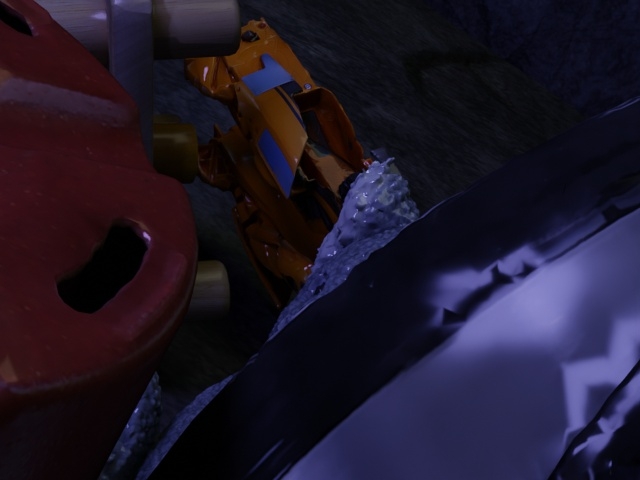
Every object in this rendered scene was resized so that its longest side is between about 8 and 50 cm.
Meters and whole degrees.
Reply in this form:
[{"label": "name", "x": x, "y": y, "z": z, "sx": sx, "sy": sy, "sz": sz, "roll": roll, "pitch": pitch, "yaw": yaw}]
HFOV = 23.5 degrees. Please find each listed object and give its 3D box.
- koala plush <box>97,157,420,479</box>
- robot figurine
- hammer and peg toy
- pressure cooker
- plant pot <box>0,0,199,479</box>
[{"label": "koala plush", "x": 0.013, "y": 0.082, "z": 0.754, "sx": 0.203, "sy": 0.221, "sz": 0.196, "roll": 17, "pitch": 22, "yaw": -49}, {"label": "robot figurine", "x": 0.000, "y": 0.000, "z": 1.052, "sx": 0.085, "sy": 0.211, "sz": 0.291, "roll": -22, "pitch": 59, "yaw": -17}, {"label": "hammer and peg toy", "x": -0.141, "y": -0.115, "z": 0.995, "sx": 0.127, "sy": 0.265, "sz": 0.361, "roll": -4, "pitch": 35, "yaw": -13}, {"label": "pressure cooker", "x": 0.175, "y": 0.202, "z": 0.425, "sx": 0.376, "sy": 0.370, "sz": 0.420, "roll": 8, "pitch": 39, "yaw": -50}, {"label": "plant pot", "x": -0.179, "y": 0.057, "z": 0.405, "sx": 0.272, "sy": 0.265, "sz": 0.272, "roll": 28, "pitch": 27, "yaw": -16}]
